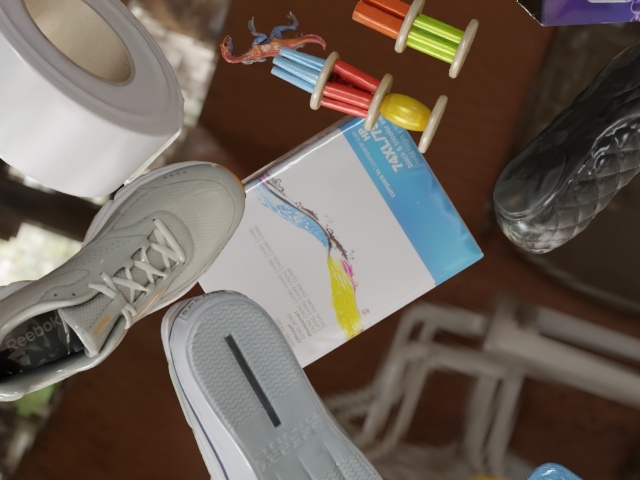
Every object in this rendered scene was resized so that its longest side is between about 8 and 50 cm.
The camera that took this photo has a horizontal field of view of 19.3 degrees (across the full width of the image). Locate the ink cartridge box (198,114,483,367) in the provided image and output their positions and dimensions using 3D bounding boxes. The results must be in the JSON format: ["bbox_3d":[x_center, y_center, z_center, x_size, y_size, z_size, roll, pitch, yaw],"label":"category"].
[{"bbox_3d":[0.000,0.000,2.023,0.270,0.197,0.198,-32,5,-2],"label":"ink cartridge box"}]

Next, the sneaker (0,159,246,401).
[{"bbox_3d":[-0.156,0.040,1.410,0.262,0.099,0.121,-38,20,-8],"label":"sneaker"}]

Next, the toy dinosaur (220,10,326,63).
[{"bbox_3d":[-0.056,-0.199,1.880,0.082,0.090,0.047,-30,-67,-27],"label":"toy dinosaur"}]

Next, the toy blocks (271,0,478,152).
[{"bbox_3d":[0.042,-0.156,1.573,0.054,0.148,0.123,-47,-21,-76],"label":"toy blocks"}]

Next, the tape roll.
[{"bbox_3d":[-0.274,-0.180,1.902,0.100,0.286,0.286,-43,9,22],"label":"tape roll"}]

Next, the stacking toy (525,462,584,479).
[{"bbox_3d":[0.248,0.358,1.861,0.165,0.175,0.302,-55,1,10],"label":"stacking toy"}]

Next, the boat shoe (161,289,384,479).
[{"bbox_3d":[-0.016,0.125,1.016,0.226,0.083,0.076,68,162,-11],"label":"boat shoe"}]

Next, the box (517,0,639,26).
[{"bbox_3d":[0.311,-0.366,1.966,0.103,0.184,0.261,-118,25,-64],"label":"box"}]

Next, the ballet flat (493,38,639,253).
[{"bbox_3d":[0.160,-0.060,0.971,0.173,0.057,0.049,-38,-35,2],"label":"ballet flat"}]
